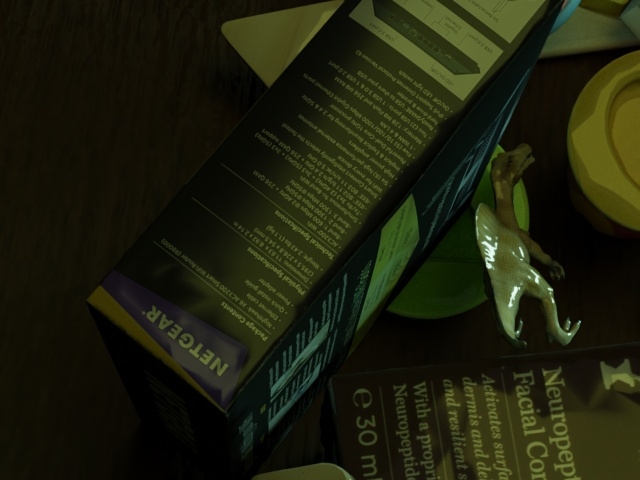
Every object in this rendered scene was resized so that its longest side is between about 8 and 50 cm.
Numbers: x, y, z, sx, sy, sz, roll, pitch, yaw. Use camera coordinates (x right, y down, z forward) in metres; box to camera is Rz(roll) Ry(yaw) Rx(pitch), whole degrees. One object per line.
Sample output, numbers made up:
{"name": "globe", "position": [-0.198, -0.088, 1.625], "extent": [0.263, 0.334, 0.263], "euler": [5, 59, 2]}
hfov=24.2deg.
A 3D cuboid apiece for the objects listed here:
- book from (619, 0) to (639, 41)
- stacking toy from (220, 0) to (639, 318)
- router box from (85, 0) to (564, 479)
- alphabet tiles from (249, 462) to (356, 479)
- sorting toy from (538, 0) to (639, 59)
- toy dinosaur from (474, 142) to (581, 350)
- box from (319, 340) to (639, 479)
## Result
{"name": "book", "position": [0.296, -0.146, 1.111], "extent": [0.144, 0.035, 0.096], "euler": [44, 54, -8]}
{"name": "stacking toy", "position": [0.108, -0.097, 1.020], "extent": [0.279, 0.130, 0.309], "euler": [-30, 81, 2]}
{"name": "router box", "position": [0.000, 0.000, 0.778], "extent": [0.081, 0.309, 0.243], "euler": [37, 75, 8]}
{"name": "alphabet tiles", "position": [-0.031, 0.259, 0.736], "extent": [0.278, 0.021, 0.284], "euler": [-14, 68, 21]}
{"name": "sorting toy", "position": [0.168, -0.227, 1.130], "extent": [0.208, 0.038, 0.193], "euler": [-8, 66, -20]}
{"name": "toy dinosaur", "position": [0.111, 0.024, 0.879], "extent": [0.093, 0.053, 0.183], "euler": [55, 27, -35]}
{"name": "box", "position": [0.199, 0.163, 0.829], "extent": [0.381, 0.143, 0.191], "euler": [-6, 64, -3]}
